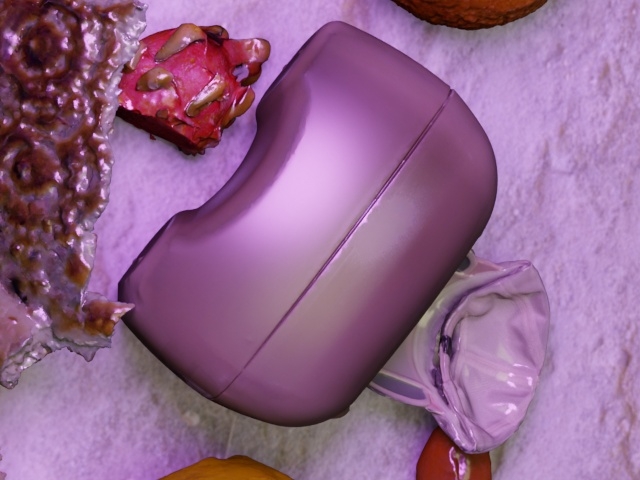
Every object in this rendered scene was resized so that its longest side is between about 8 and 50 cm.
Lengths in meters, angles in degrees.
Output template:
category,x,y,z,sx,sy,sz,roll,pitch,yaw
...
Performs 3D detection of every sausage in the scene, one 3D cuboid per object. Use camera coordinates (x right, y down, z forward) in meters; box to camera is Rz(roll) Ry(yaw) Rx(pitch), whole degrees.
category,x,y,z,sx,sy,sz,roll,pitch,yaw
sausage,0.147,0.292,1.825,0.089,0.089,0.179,3,97,-21

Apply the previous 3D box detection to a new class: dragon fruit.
category,x,y,z,sx,sy,sz,roll,pitch,yaw
dragon fruit,-0.133,-0.160,1.655,0.207,0.133,0.150,-27,131,-33

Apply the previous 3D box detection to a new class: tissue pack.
category,x,y,z,sx,sy,sz,roll,pitch,yaw
tissue pack,0.000,0.000,1.629,0.277,0.267,0.387,37,83,-4

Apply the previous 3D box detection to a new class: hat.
category,x,y,z,sx,sy,sz,roll,pitch,yaw
hat,0.127,0.110,1.800,0.226,0.164,0.219,18,76,18

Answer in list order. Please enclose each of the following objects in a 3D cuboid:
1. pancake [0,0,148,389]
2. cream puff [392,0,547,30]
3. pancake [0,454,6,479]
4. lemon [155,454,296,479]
category,x,y,z,sx,sy,sz,roll,pitch,yaw
pancake,-0.314,-0.075,1.536,0.305,0.067,0.427,2,87,17
cream puff,0.148,-0.362,1.697,0.303,0.212,0.303,-4,98,-29
pancake,-0.434,0.323,1.615,0.266,0.057,0.244,-5,97,-21
lemon,-0.112,0.351,1.640,0.284,0.260,0.260,-1,95,-22
